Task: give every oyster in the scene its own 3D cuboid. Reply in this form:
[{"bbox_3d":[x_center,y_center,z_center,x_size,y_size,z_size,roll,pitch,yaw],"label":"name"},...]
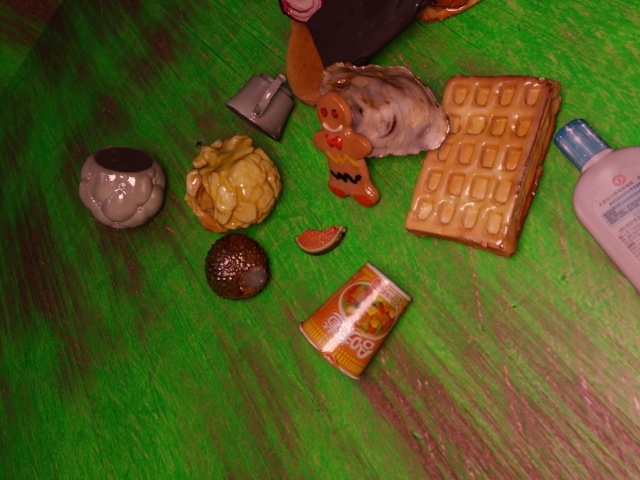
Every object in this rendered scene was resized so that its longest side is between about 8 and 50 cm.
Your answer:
[{"bbox_3d":[0.095,-0.283,1.062,0.111,0.204,0.396,-37,29,-24],"label":"oyster"}]

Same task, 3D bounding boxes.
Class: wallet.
[{"bbox_3d":[0.121,-0.511,1.104,0.377,0.051,0.197,-35,70,40],"label":"wallet"}]

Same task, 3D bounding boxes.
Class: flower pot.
[{"bbox_3d":[-0.574,-0.154,1.519,0.246,0.246,0.195,47,135,36],"label":"flower pot"}]

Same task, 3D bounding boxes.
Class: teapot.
[{"bbox_3d":[-0.131,-0.354,1.309,0.149,0.162,0.239,-55,9,2],"label":"teapot"}]

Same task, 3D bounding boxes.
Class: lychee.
[{"bbox_3d":[-0.201,0.059,1.233,0.171,0.171,0.171,-12,68,32],"label":"lychee"}]

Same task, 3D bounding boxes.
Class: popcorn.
[{"bbox_3d":[-0.214,-0.138,1.251,0.249,0.225,0.249,-20,30,12],"label":"popcorn"}]

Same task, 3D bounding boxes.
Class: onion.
[{"bbox_3d":[0.000,-0.603,1.253,0.198,0.173,0.136,20,69,-5],"label":"onion"}]

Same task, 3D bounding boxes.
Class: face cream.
[{"bbox_3d":[0.491,-0.060,0.814,0.163,0.080,0.337,-39,56,20],"label":"face cream"}]

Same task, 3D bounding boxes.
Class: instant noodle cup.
[{"bbox_3d":[0.075,0.145,1.008,0.185,0.168,0.168,-50,53,2],"label":"instant noodle cup"}]

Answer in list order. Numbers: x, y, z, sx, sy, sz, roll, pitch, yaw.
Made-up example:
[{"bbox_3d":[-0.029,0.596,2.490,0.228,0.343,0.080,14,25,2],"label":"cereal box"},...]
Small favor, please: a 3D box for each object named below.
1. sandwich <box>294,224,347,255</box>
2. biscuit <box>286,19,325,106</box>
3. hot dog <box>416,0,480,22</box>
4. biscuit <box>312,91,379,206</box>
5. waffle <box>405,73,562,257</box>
[{"bbox_3d":[-0.002,0.002,1.182,0.135,0.029,0.068,-9,64,34],"label":"sandwich"},{"bbox_3d":[0.038,-0.504,1.307,0.287,0.057,0.344,-14,67,31],"label":"biscuit"},{"bbox_3d":[0.241,-0.575,1.135,0.153,0.150,0.256,-49,53,0],"label":"hot dog"},{"bbox_3d":[0.042,-0.189,1.100,0.036,0.250,0.165,-36,38,-30],"label":"biscuit"},{"bbox_3d":[0.300,-0.145,0.975,0.224,0.098,0.328,14,85,39],"label":"waffle"}]
